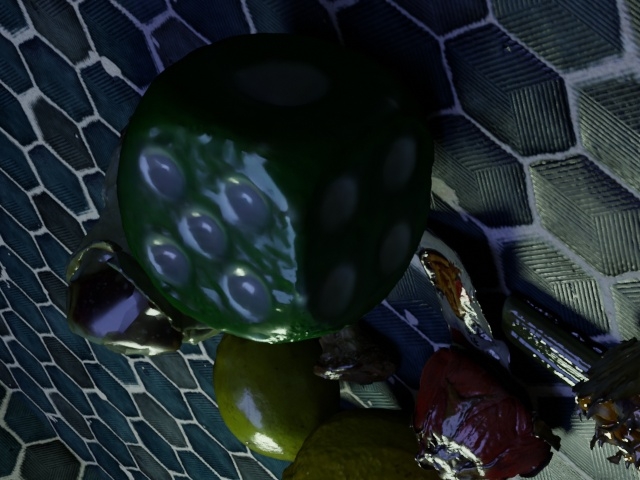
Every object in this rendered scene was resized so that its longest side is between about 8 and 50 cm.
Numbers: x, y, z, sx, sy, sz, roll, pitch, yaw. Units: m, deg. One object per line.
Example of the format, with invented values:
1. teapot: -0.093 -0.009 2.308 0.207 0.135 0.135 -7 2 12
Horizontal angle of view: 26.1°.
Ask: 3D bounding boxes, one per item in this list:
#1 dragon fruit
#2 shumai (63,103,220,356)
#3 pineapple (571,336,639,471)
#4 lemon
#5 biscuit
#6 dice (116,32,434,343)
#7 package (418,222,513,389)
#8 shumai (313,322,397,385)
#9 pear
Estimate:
1. dragon fruit: 0.203 0.271 1.940 0.224 0.148 0.218 43 168 14
2. shumai: -0.239 0.020 2.096 0.395 0.348 0.395 37 156 20
3. pineapple: 0.447 0.237 1.517 0.286 0.209 0.344 49 152 -3
4. lemon: 0.097 0.394 2.168 0.321 0.268 0.268 0 142 2
5. biscuit: 0.355 0.179 1.767 0.322 0.038 0.099 36 154 21
6. dice: -0.050 -0.067 1.696 0.287 0.297 0.300 23 128 30
7. package: 0.195 0.089 1.865 0.154 0.030 0.239 45 165 49
8. shumai: 0.058 0.178 2.167 0.123 0.105 0.139 12 -177 -30
9. pear: -0.070 0.248 2.292 0.212 0.212 0.269 3 127 54
